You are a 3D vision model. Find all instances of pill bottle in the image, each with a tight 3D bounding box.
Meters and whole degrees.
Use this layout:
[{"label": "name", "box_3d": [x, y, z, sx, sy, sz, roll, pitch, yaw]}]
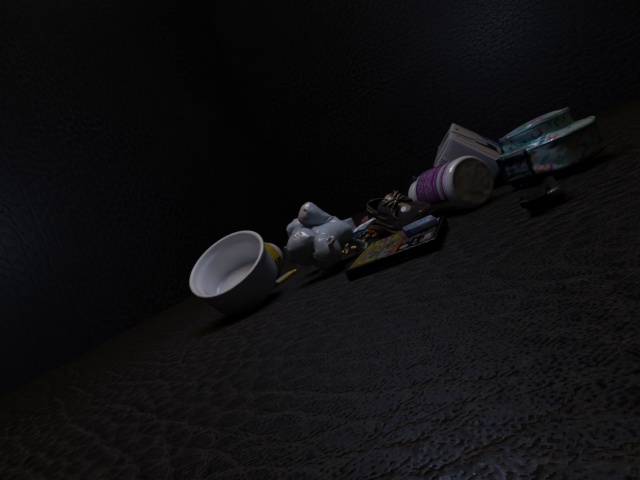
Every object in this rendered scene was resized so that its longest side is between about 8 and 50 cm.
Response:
[{"label": "pill bottle", "box_3d": [0.429, -0.177, 1.409, 0.169, 0.169, 0.301, -26, 5, -16]}, {"label": "pill bottle", "box_3d": [-0.264, 0.108, 1.665, 0.188, 0.188, 0.334, -23, 5, 15]}]

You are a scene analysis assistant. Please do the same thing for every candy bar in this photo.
[{"label": "candy bar", "box_3d": [-0.148, 0.150, 1.654, 0.040, 0.018, 0.161, -22, 4, 29]}]

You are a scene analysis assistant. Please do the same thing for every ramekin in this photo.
[{"label": "ramekin", "box_3d": [-0.277, 0.112, 1.356, 0.277, 0.135, 0.277, -19, 40, 16]}]

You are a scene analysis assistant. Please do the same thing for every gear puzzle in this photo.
[{"label": "gear puzzle", "box_3d": [0.275, -0.093, 1.694, 0.339, 0.044, 0.175, -20, 27, 41]}]

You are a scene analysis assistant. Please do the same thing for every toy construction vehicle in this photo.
[{"label": "toy construction vehicle", "box_3d": [0.129, 0.027, 1.553, 0.086, 0.035, 0.098, -10, 14, 28]}]

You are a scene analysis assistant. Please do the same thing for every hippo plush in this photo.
[{"label": "hippo plush", "box_3d": [0.004, 0.034, 1.376, 0.294, 0.234, 0.236, 17, 32, 4]}]

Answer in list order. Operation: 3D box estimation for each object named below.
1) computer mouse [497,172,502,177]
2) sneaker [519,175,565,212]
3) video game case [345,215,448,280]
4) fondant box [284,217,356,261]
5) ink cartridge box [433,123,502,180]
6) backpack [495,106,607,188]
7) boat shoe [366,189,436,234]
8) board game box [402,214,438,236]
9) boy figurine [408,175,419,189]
[{"label": "computer mouse", "box_3d": [0.768, -0.310, 1.787, 0.188, 0.072, 0.272, -26, 5, -34]}, {"label": "sneaker", "box_3d": [0.493, -0.102, 0.931, 0.089, 0.051, 0.170, -18, 10, 23]}, {"label": "video game case", "box_3d": [0.219, 0.016, 1.135, 0.248, 0.035, 0.275, -22, 6, 25]}, {"label": "fondant box", "box_3d": [0.000, 0.000, 2.142, 0.330, 0.096, 0.238, -27, 5, -21]}, {"label": "ink cartridge box", "box_3d": [0.587, -0.337, 1.628, 0.129, 0.223, 0.307, -66, -6, 31]}, {"label": "backpack", "box_3d": [0.681, -0.277, 1.215, 0.225, 0.191, 0.253, -25, 9, -22]}, {"label": "boat shoe", "box_3d": [0.264, -0.103, 1.478, 0.132, 0.130, 0.355, -40, 15, -20]}, {"label": "board game box", "box_3d": [0.275, -0.042, 1.140, 0.090, 0.020, 0.090, -23, 5, 8]}, {"label": "boy figurine", "box_3d": [0.511, -0.232, 1.678, 0.285, 0.177, 0.092, -8, -8, -5]}]
